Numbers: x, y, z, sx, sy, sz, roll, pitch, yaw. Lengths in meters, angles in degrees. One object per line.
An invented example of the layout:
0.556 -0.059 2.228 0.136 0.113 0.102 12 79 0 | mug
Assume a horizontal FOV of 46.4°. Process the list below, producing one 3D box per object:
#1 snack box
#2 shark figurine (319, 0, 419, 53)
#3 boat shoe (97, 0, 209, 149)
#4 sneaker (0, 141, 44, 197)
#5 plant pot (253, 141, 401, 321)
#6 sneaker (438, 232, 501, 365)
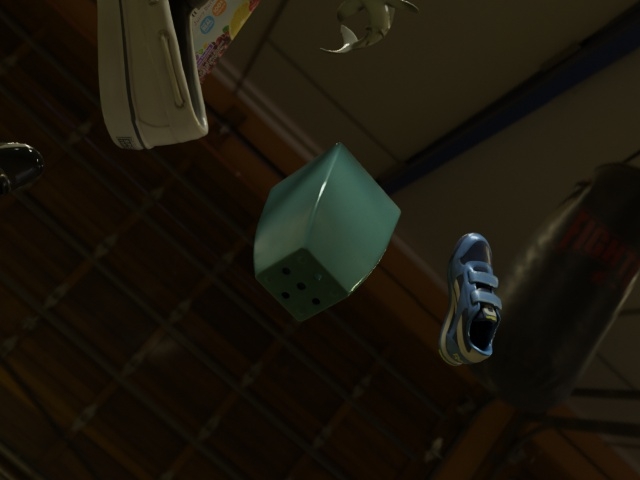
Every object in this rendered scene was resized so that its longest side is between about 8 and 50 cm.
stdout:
-0.187 -0.371 1.131 0.070 0.207 0.174 36 2 30 | snack box
0.093 -0.408 1.282 0.166 0.116 0.278 17 -17 6 | shark figurine
-0.134 -0.211 0.613 0.088 0.268 0.096 -3 -6 6 | boat shoe
-0.599 -0.067 1.259 0.124 0.283 0.107 57 -21 32 | sneaker
0.000 0.000 1.168 0.165 0.234 0.165 -32 -68 31 | plant pot
0.167 0.062 0.794 0.053 0.144 0.059 11 -10 -25 | sneaker
